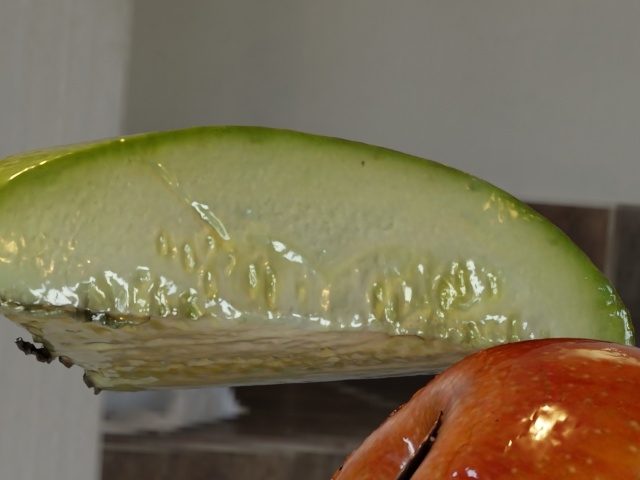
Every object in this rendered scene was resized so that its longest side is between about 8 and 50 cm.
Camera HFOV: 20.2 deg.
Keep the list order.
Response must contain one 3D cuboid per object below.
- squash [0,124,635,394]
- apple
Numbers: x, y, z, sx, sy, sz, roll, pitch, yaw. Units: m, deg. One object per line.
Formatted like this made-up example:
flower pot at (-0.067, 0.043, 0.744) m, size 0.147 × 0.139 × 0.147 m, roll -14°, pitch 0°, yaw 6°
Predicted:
squash at (0.000, 0.000, 0.750) m, size 0.252 × 0.093 × 0.169 m, roll -4°, pitch -18°, yaw 13°
apple at (0.083, 0.132, 0.682) m, size 0.173 × 0.210 × 0.235 m, roll 40°, pitch -36°, yaw -17°
